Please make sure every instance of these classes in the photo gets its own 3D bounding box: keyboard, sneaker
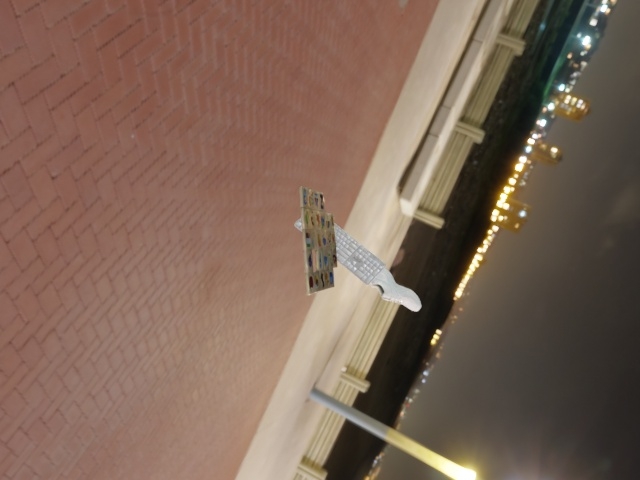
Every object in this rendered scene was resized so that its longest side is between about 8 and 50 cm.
[{"bbox_3d":[0.047,0.010,1.483,0.072,0.256,0.014,-44,157,-17],"label":"keyboard"},{"bbox_3d":[0.188,0.137,1.508,0.061,0.152,0.053,-49,175,-40],"label":"sneaker"}]

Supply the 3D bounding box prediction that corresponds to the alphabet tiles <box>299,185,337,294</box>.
[{"bbox_3d":[0.000,0.000,1.176,0.237,0.009,0.198,1,84,-76],"label":"alphabet tiles"}]
